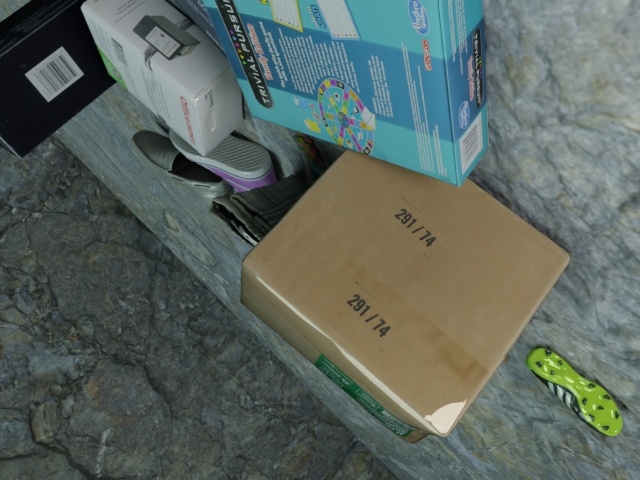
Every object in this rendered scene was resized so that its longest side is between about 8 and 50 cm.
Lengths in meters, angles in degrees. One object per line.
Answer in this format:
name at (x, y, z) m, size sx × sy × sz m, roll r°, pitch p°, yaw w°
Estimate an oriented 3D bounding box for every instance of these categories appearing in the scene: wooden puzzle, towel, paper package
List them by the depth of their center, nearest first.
paper package at (0.101, 0.052, 0.801) m, size 0.325 × 0.309 × 0.168 m, roll 39°, pitch 161°, yaw 10°
towel at (0.000, 0.000, 1.032) m, size 0.312 × 0.056 × 0.324 m, roll 42°, pitch -156°, yaw 7°
wooden puzzle at (-0.023, -0.164, 1.057) m, size 0.049 × 0.006 × 0.083 m, roll 22°, pitch 152°, yaw 47°

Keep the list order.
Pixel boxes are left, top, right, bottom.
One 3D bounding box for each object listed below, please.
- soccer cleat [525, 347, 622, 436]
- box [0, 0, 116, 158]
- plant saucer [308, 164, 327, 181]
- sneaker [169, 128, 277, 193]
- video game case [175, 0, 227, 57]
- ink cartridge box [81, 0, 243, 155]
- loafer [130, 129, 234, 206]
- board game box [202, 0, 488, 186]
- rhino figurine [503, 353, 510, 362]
soccer cleat at (0.417, 0.247, 0.982) m, size 0.179 × 0.060 × 0.072 m, roll 45°, pitch 172°, yaw 16°
box at (-0.622, -0.376, 1.294) m, size 0.313 × 0.343 × 0.179 m, roll 24°, pitch 154°, yaw 45°
plant saucer at (0.061, -0.077, 1.049) m, size 0.192 × 0.018 × 0.067 m, roll 34°, pitch 165°, yaw 28°
sneaker at (-0.207, -0.162, 1.293) m, size 0.282 × 0.102 × 0.161 m, roll 33°, pitch 162°, yaw 27°
video game case at (-0.157, -0.382, 0.837) m, size 0.196 × 0.026 × 0.274 m, roll 47°, pitch 162°, yaw -10°
ink cartridge box at (-0.276, -0.313, 1.081) m, size 0.273 × 0.115 × 0.198 m, roll 40°, pitch 161°, yaw 10°
loafer at (-0.352, -0.200, 1.503) m, size 0.320 × 0.112 × 0.111 m, roll 30°, pitch 153°, yaw 14°
board game box at (0.022, -0.221, 0.692) m, size 0.336 × 0.079 × 0.253 m, roll 25°, pitch 154°, yaw 31°
rhino figurine at (0.231, 0.123, 1.055) m, size 0.243 × 0.073 × 0.106 m, roll 43°, pitch 166°, yaw 9°
